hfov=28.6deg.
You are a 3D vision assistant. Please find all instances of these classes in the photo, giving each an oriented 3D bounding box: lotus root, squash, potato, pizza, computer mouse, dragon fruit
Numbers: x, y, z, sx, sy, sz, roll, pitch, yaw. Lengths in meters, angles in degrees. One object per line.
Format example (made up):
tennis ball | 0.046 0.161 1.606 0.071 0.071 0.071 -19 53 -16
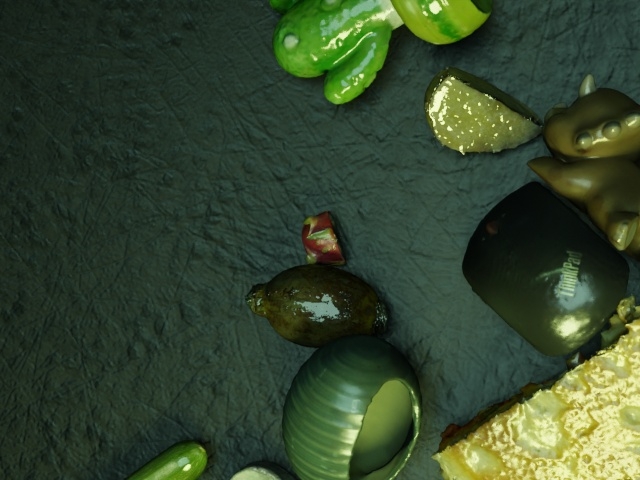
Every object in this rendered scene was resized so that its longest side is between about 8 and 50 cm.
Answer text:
lotus root | -0.007 0.093 1.782 0.209 0.120 0.120 8 88 8
squash | -0.261 0.367 1.847 0.229 0.066 0.066 -35 80 9
potato | 0.218 -0.180 1.775 0.172 0.089 0.101 22 115 -17
pizza | 0.398 0.250 1.645 0.439 0.130 0.406 23 112 10
computer mouse | 0.281 0.029 1.652 0.100 0.269 0.170 38 98 -33
dragon fruit | 0.000 0.000 1.813 0.056 0.060 0.083 -14 85 9

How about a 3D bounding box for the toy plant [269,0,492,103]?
toy plant | 0.072 -0.326 1.781 0.315 0.184 0.224 -20 77 27

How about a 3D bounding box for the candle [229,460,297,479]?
candle | -0.062 0.417 1.797 0.168 0.068 0.192 4 91 12

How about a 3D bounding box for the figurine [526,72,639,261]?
figurine | 0.399 -0.102 1.658 0.173 0.177 0.247 -48 43 10

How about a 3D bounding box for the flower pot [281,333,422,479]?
flower pot | 0.041 0.241 1.713 0.157 0.189 0.243 45 130 41
